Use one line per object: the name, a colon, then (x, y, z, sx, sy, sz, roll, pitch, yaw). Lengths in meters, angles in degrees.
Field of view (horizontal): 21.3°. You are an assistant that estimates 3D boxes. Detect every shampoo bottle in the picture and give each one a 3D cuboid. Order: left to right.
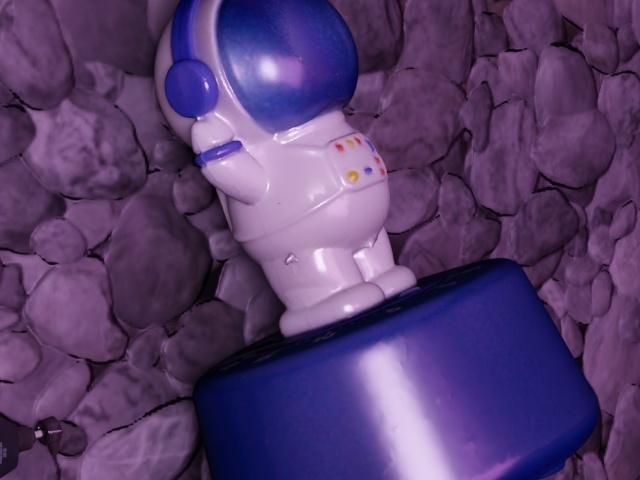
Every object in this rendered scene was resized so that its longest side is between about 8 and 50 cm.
shampoo bottle: (-0.226, 0.135, 1.079, 0.137, 0.027, 0.048, -12, 113, -40)

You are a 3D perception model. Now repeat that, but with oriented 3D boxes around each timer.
timer: (0.000, 0.000, 1.156, 0.270, 0.270, 0.383, -24, 93, -38)
